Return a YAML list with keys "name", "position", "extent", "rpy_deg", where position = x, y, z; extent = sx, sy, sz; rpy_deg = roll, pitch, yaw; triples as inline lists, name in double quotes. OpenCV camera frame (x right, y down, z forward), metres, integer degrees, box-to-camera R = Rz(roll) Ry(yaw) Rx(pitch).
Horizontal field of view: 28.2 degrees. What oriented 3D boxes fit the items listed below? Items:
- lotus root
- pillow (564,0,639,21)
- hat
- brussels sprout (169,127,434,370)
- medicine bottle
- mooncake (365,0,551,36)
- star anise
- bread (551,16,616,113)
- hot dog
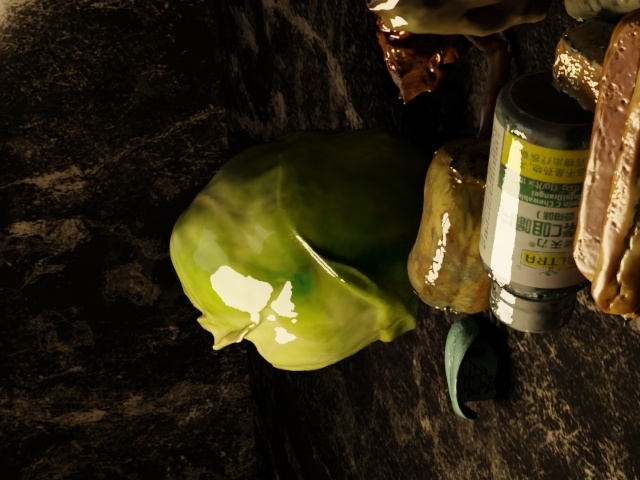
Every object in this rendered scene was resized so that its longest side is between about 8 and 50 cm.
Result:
- name: "lotus root"
  position: [0.197, -0.013, 1.644]
  extent: [0.275, 0.152, 0.160]
  rpy_deg: [103, 167, -51]
- name: "pillow"
  position: [0.301, -0.273, 1.279]
  extent: [0.241, 0.051, 0.093]
  rpy_deg: [-158, 64, -76]
- name: "hat"
  position: [0.223, 0.189, 1.842]
  extent: [0.191, 0.078, 0.138]
  rpy_deg: [-80, -8, -78]
- name: "brussels sprout"
  position: [0.008, 0.005, 1.856]
  extent: [0.342, 0.425, 0.361]
  rpy_deg: [68, 162, 0]
- name: "medicine bottle"
  position: [0.254, -0.035, 1.436]
  extent: [0.141, 0.141, 0.293]
  rpy_deg: [-118, 23, -49]
- name: "mooncake"
  position: [0.177, -0.382, 1.231]
  extent: [0.393, 0.246, 0.394]
  rpy_deg: [-121, 37, -65]
- name: "star anise"
  position: [0.151, -0.263, 1.689]
  extent: [0.346, 0.148, 0.237]
  rpy_deg: [65, -179, 37]
- name: "bread"
  position: [0.290, -0.181, 1.314]
  extent: [0.083, 0.077, 0.070]
  rpy_deg: [46, 146, 31]
- name: "hot dog"
  position: [0.321, -0.064, 1.258]
  extent: [0.135, 0.100, 0.337]
  rpy_deg: [-107, 15, -55]
